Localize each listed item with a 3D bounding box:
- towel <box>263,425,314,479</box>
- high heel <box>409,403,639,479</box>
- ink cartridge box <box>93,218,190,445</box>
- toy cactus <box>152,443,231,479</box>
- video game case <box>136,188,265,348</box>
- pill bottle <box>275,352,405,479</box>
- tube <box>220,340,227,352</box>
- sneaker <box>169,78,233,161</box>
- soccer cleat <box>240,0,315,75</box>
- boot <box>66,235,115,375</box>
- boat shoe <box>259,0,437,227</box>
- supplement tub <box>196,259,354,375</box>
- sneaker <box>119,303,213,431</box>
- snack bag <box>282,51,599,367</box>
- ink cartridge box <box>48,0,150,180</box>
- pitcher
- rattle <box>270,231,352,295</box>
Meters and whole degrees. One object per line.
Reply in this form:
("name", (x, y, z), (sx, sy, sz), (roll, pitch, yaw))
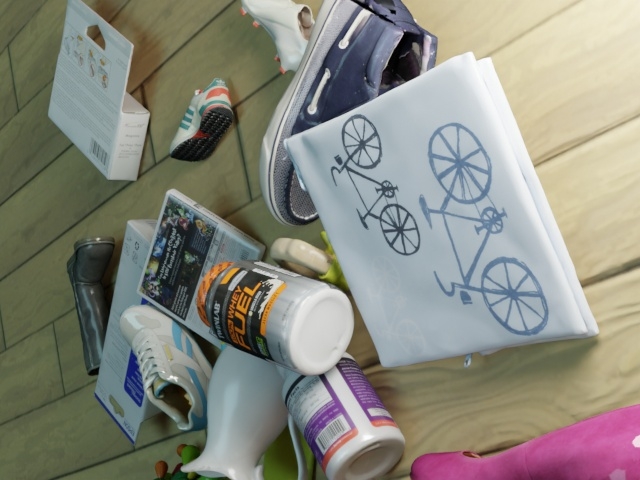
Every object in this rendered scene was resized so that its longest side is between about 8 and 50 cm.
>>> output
("towel", (-0.045, 0.355, 1.792), (0.102, 0.021, 0.237), (16, 105, 47))
("high heel", (0.236, 0.231, 1.351), (0.377, 0.127, 0.181), (9, 71, 58))
("ink cartridge box", (-0.282, 0.148, 2.066), (0.165, 0.065, 0.333), (39, 122, 45))
("toy cactus", (-0.222, 0.382, 1.916), (0.219, 0.180, 0.112), (1, 113, 59))
("video game case", (-0.180, 0.044, 1.889), (0.173, 0.022, 0.190), (32, 122, 17))
("pill bottle", (0.017, 0.208, 1.615), (0.193, 0.108, 0.108), (57, 135, 36))
("tube", (-0.114, 0.187, 1.850), (0.080, 0.052, 0.207), (-1, 89, 24))
("sneaker", (-0.177, -0.181, 1.915), (0.161, 0.057, 0.075), (-43, 42, 49))
("soccer cleat", (-0.049, -0.300, 1.715), (0.076, 0.068, 0.196), (-49, 54, 26))
("boot", (-0.384, 0.113, 2.197), (0.189, 0.076, 0.208), (129, 136, -61))
("boat shoe", (0.030, -0.141, 1.550), (0.158, 0.127, 0.340), (50, 131, 50))
("supplement tub", (-0.061, 0.091, 1.595), (0.190, 0.117, 0.117), (15, 105, 43))
("sneaker", (-0.232, 0.187, 1.922), (0.229, 0.092, 0.087), (48, 119, 17))
("snack bag", (0.122, -0.012, 1.430), (0.342, 0.037, 0.323), (-20, 95, 51))
("ink cartridge box", (-0.370, -0.265, 2.164), (0.275, 0.060, 0.239), (42, 124, 46))
("pitcher", (-0.076, 0.239, 1.724), (0.177, 0.125, 0.207), (16, 82, 20))
("rattle", (0.000, 0.000, 1.664), (0.199, 0.130, 0.143), (139, 141, -81))
